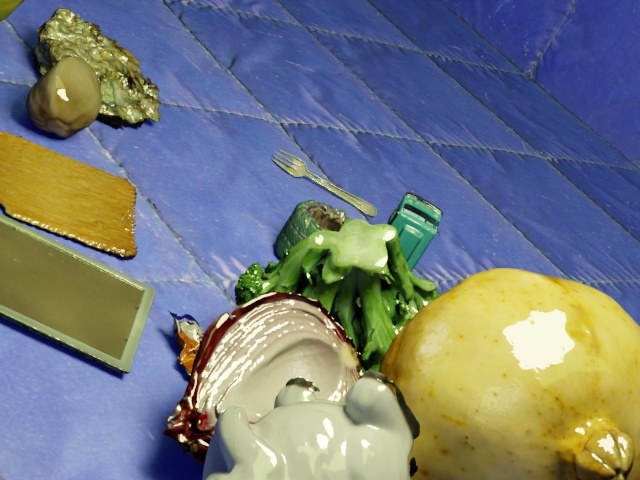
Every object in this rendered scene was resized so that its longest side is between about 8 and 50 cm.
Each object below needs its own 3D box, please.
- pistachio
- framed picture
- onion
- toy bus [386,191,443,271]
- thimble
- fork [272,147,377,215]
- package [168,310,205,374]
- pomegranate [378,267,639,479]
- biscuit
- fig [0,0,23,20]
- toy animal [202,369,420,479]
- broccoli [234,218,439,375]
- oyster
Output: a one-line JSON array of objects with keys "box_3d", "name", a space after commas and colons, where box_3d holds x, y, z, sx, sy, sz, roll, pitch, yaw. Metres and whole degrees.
[{"box_3d": [-0.398, -0.228, 1.910, 0.108, 0.126, 0.185, -2, 21, 4], "name": "pistachio"}, {"box_3d": [-0.347, 0.059, 1.542, 0.274, 0.017, 0.217, 27, 25, -9], "name": "framed picture"}, {"box_3d": [-0.082, 0.192, 1.444, 0.283, 0.120, 0.227, -15, 79, -39], "name": "onion"}, {"box_3d": [0.132, 0.010, 2.010, 0.079, 0.160, 0.092, 29, 26, -4], "name": "toy bus"}, {"box_3d": [0.000, 0.001, 1.961, 0.135, 0.090, 0.118, 5, 37, -48], "name": "thimble"}, {"box_3d": [0.008, -0.102, 2.246, 0.219, 0.034, 0.028, 31, -2, -3], "name": "fork"}, {"box_3d": [-0.164, 0.138, 1.586, 0.111, 0.033, 0.077, 62, 13, 27], "name": "package"}, {"box_3d": [0.256, 0.221, 1.455, 0.410, 0.410, 0.410, 25, 25, -13], "name": "pomegranate"}, {"box_3d": [-0.375, -0.069, 1.759, 0.236, 0.013, 0.232, 21, 26, -20], "name": "biscuit"}, {"box_3d": [-0.596, -0.492, 1.960, 0.343, 0.343, 0.343, 25, 25, -13], "name": "fig"}, {"box_3d": [-0.046, 0.298, 1.239, 0.258, 0.194, 0.357, 54, 48, -10], "name": "toy animal"}, {"box_3d": [0.029, 0.090, 1.642, 0.294, 0.245, 0.265, -17, 48, -23], "name": "broccoli"}, {"box_3d": [-0.387, -0.294, 2.087, 0.198, 0.092, 0.260, -8, 48, -49], "name": "oyster"}]
